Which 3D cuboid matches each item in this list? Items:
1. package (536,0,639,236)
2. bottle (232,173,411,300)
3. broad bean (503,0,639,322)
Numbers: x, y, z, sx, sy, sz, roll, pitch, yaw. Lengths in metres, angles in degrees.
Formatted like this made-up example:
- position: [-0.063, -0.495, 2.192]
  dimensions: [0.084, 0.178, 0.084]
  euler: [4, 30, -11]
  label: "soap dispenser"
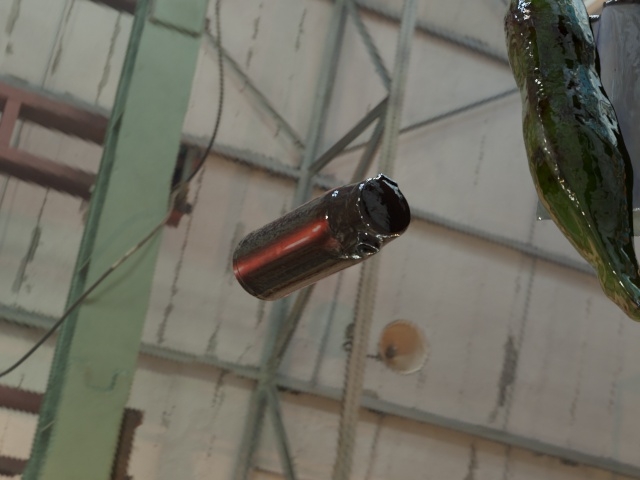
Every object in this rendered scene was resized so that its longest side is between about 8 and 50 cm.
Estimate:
- position: [0.306, -0.103, 0.895]
  dimensions: [0.062, 0.251, 0.203]
  euler: [48, -132, -55]
  label: "package"
- position: [0.000, 0.000, 0.797]
  dimensions: [0.060, 0.164, 0.060]
  euler: [11, -111, -31]
  label: "bottle"
- position: [0.164, -0.091, 0.759]
  dimensions: [0.077, 0.061, 0.339]
  euler: [40, -144, -45]
  label: "broad bean"
